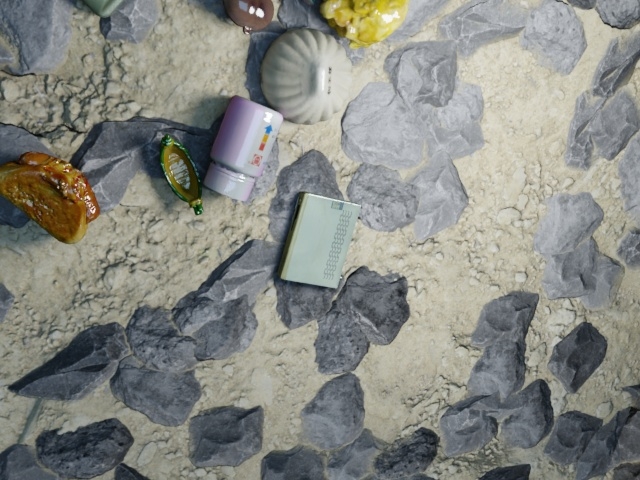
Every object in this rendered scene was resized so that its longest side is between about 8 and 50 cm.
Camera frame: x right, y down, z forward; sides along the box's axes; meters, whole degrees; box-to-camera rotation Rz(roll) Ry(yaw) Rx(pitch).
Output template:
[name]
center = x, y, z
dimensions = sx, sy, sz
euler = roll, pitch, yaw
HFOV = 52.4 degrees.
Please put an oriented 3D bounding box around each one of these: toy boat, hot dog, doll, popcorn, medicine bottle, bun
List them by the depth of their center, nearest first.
[hot dog]
center = -0.660, -0.121, 1.608
dimensions = 0.153, 0.150, 0.257
euler = -42, 115, 7
[doll]
center = -0.176, -0.621, 1.658
dimensions = 0.145, 0.096, 0.188
euler = 35, 67, -40
[popcorn]
center = 0.127, -0.615, 1.709
dimensions = 0.253, 0.190, 0.191
euler = -35, 123, -10
[bun]
center = -0.020, -0.429, 1.722
dimensions = 0.263, 0.175, 0.263
euler = -6, 110, -18
[toy boat]
center = -0.368, -0.177, 1.723
dimensions = 0.089, 0.088, 0.230
euler = -27, 113, -11
[medicine bottle]
center = -0.209, -0.243, 1.725
dimensions = 0.152, 0.152, 0.255
euler = 19, 101, -24

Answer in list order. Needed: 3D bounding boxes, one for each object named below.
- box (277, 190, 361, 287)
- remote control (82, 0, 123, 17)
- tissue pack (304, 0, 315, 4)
[box]
center = 0.000, 0.000, 1.933
dimensions = 0.210, 0.045, 0.270
euler = 10, 103, -22
[remote control]
center = -0.450, -0.688, 1.542
dimensions = 0.335, 0.065, 0.128
euler = -48, 125, 0
[tissue pack]
center = -0.020, -0.687, 1.691
dimensions = 0.085, 0.079, 0.111
euler = 34, 93, -24
